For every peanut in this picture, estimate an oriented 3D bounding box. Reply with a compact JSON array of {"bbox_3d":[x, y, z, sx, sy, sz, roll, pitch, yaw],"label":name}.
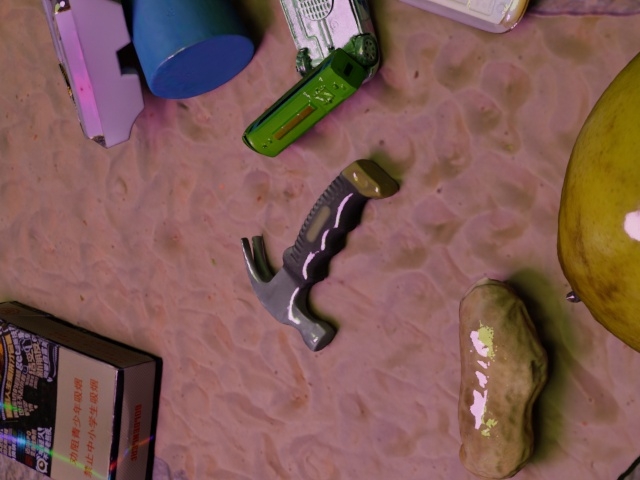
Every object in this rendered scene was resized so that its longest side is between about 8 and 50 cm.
[{"bbox_3d":[0.180,0.145,1.200,0.099,0.099,0.214,12,102,35],"label":"peanut"}]

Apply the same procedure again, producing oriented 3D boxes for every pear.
[{"bbox_3d":[0.325,-0.023,0.966,0.375,0.287,0.287,-41,71,52],"label":"pear"}]

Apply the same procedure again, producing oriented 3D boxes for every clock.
[{"bbox_3d":[-0.284,-0.260,1.418,0.253,0.083,0.186,85,162,-48],"label":"clock"}]

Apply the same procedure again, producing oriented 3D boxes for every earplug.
[{"bbox_3d":[-0.191,-0.318,1.400,0.132,0.132,0.273,-36,71,35],"label":"earplug"}]

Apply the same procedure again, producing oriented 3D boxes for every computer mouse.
[{"bbox_3d":[0.135,-0.279,1.204,0.199,0.045,0.102,26,112,31],"label":"computer mouse"}]

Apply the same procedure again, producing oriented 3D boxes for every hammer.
[{"bbox_3d":[0.000,0.000,1.347,0.159,0.041,0.226,47,121,21],"label":"hammer"}]

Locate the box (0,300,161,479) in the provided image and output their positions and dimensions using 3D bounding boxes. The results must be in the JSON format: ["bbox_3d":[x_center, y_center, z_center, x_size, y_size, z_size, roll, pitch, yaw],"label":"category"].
[{"bbox_3d":[-0.363,0.220,1.624,0.310,0.084,0.198,16,106,34],"label":"box"}]

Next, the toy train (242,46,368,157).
[{"bbox_3d":[-0.030,-0.140,1.320,0.044,0.042,0.209,39,138,-15],"label":"toy train"}]

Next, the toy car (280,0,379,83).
[{"bbox_3d":[0.003,-0.276,1.284,0.090,0.076,0.224,-8,111,31],"label":"toy car"}]
